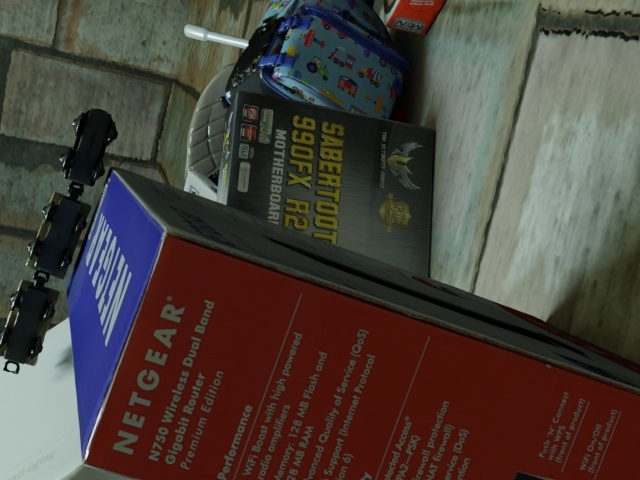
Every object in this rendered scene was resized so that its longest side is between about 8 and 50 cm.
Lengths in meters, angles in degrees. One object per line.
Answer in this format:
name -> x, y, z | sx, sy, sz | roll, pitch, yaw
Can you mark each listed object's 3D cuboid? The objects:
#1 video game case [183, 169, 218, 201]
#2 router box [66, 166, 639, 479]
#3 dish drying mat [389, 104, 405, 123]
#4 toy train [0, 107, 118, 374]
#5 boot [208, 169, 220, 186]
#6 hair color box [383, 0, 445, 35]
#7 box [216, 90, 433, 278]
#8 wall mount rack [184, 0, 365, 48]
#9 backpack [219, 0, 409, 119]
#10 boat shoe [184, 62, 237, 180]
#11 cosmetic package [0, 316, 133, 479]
video game case -> -0.158, 0.043, 1.666 | 0.206, 0.026, 0.227 | 41, 124, 40
router box -> 0.037, 0.062, 0.544 | 0.335, 0.301, 0.082 | -152, 82, -74
dish drying mat -> 0.069, -0.122, 1.131 | 0.083, 0.008, 0.032 | -131, 53, -70
toy train -> -0.151, 0.000, 0.649 | 0.036, 0.027, 0.158 | -161, 90, -78
boot -> -0.140, -0.040, 1.696 | 0.099, 0.045, 0.121 | 37, 117, 31
hair color box -> 0.101, -0.261, 1.033 | 0.141, 0.043, 0.072 | 121, 153, -55
box -> 0.000, 0.000, 0.969 | 0.056, 0.183, 0.231 | 132, 146, -65
wall mount rack -> -0.036, -0.328, 1.341 | 0.304, 0.131, 0.350 | 25, 99, 64
backpack -> 0.009, -0.175, 1.109 | 0.117, 0.158, 0.173 | -28, 33, 54
boat shoe -> -0.161, -0.121, 1.780 | 0.116, 0.123, 0.324 | -126, 50, -73
cosmetic package -> -0.094, 0.231, 0.742 | 0.197, 0.365, 0.155 | -34, 33, 16
